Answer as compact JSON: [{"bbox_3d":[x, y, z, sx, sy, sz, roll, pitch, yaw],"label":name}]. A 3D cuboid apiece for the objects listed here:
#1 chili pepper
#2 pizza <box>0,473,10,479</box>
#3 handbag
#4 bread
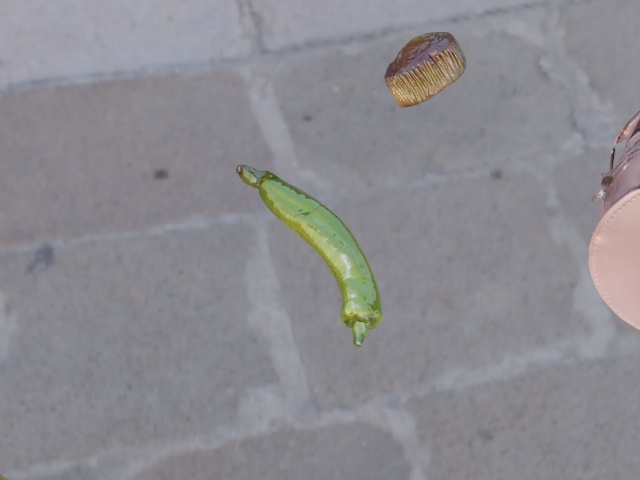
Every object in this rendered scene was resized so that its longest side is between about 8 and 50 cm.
[{"bbox_3d":[0.001,-0.001,1.273,0.043,0.049,0.208,2,46,-49],"label":"chili pepper"},{"bbox_3d":[-0.283,0.271,1.159,0.229,0.081,0.289,16,18,-38],"label":"pizza"},{"bbox_3d":[0.303,-0.021,1.092,0.205,0.179,0.116,2,39,11],"label":"handbag"},{"bbox_3d":[0.097,-0.167,1.425,0.085,0.085,0.053,-39,102,-26],"label":"bread"}]
